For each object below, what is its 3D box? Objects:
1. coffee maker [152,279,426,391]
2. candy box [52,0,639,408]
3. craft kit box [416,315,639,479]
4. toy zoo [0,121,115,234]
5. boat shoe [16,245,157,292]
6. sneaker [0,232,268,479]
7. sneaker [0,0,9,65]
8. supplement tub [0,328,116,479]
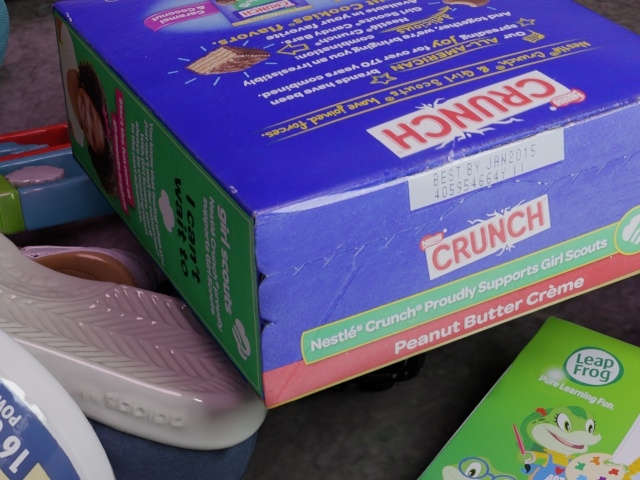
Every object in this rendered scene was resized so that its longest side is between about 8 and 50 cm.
[{"bbox_3d":[0.000,0.000,0.987,0.171,0.120,0.178,17,32,3],"label":"coffee maker"},{"bbox_3d":[0.021,-0.068,0.886,0.268,0.122,0.317,-17,31,-20],"label":"candy box"},{"bbox_3d":[0.177,0.167,0.823,0.250,0.061,0.246,20,41,28],"label":"craft kit box"},{"bbox_3d":[-0.159,-0.058,1.105,0.293,0.030,0.192,-13,18,-20],"label":"toy zoo"},{"bbox_3d":[-0.237,0.054,0.993,0.277,0.098,0.096,-6,9,12],"label":"boat shoe"},{"bbox_3d":[-0.204,0.077,0.880,0.350,0.148,0.131,23,30,15],"label":"sneaker"},{"bbox_3d":[-0.416,-0.136,1.220,0.208,0.127,0.319,20,43,27],"label":"sneaker"},{"bbox_3d":[-0.264,0.186,0.702,0.228,0.228,0.316,14,42,23],"label":"supplement tub"}]
